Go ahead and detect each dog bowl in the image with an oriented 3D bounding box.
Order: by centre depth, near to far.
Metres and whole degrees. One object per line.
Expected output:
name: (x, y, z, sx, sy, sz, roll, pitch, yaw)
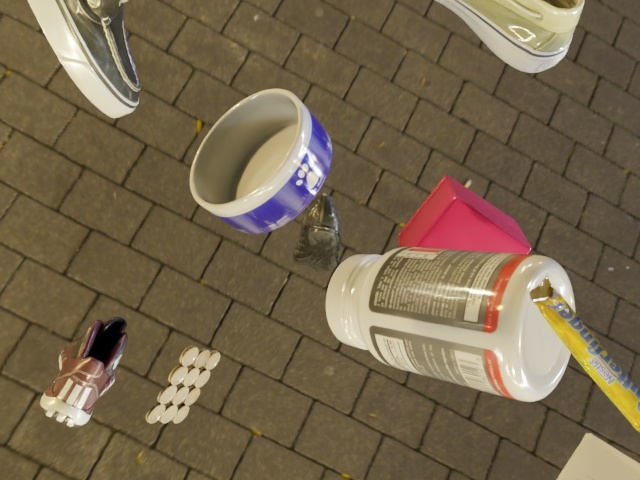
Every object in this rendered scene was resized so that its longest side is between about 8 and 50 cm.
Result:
dog bowl: (-0.113, -0.148, 1.046, 0.104, 0.265, 0.264, 39, 66, -44)

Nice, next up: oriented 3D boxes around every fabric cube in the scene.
fabric cube: (0.405, 0.001, 1.625, 0.258, 0.259, 0.254, 35, 111, -6)

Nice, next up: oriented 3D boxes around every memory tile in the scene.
memory tile: (-0.237, 0.252, 0.973, 0.012, 0.113, 0.147, 28, 86, 26)

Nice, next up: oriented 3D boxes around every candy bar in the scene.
candy bar: (0.246, 0.103, 0.503, 0.040, 0.018, 0.161, -31, 80, -43)

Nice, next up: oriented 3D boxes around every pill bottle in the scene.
pill bottle: (0.193, 0.116, 0.906, 0.210, 0.363, 0.210, -4, 96, -44)

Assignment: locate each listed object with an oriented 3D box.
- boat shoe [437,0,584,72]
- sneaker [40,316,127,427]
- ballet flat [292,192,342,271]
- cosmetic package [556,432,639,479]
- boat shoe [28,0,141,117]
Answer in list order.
boat shoe: (0.170, -0.318, 0.625, 0.109, 0.094, 0.302, -39, 75, -19)
sneaker: (-0.385, 0.193, 0.982, 0.107, 0.281, 0.162, 31, 94, -19)
ballet flat: (0.000, 0.000, 0.671, 0.058, 0.173, 0.049, 11, 68, -4)
cosmetic package: (0.250, 0.232, 0.335, 0.239, 0.060, 0.099, 30, 40, 34)
boat shoe: (-0.165, -0.186, 0.388, 0.070, 0.219, 0.077, -15, 45, -1)
